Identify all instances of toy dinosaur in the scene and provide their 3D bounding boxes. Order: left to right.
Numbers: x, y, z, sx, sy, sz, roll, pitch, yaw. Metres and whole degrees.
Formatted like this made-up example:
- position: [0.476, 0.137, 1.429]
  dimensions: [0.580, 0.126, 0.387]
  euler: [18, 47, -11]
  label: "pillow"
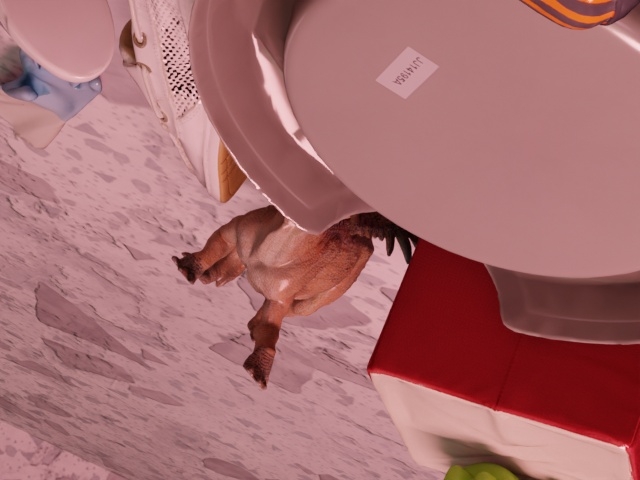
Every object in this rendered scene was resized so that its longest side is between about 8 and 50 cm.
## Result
- position: [0.000, 0.000, 1.097]
  dimensions: [0.127, 0.200, 0.296]
  euler: [52, -178, 1]
  label: "toy dinosaur"

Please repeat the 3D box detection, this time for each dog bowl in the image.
- position: [0.107, -0.083, 0.752]
  dimensions: [0.349, 0.102, 0.348]
  euler: [18, 148, 12]
  label: "dog bowl"

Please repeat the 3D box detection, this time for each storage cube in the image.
- position: [0.162, 0.065, 0.967]
  dimensions: [0.184, 0.193, 0.215]
  euler: [15, 157, 22]
  label: "storage cube"

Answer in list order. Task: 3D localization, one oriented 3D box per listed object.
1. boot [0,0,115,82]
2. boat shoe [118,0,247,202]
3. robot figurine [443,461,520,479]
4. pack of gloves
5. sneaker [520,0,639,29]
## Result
- position: [-0.207, -0.179, 0.913]
  dimensions: [0.190, 0.069, 0.086]
  euler: [54, 160, -4]
  label: "boot"
- position: [-0.085, -0.128, 0.918]
  dimensions: [0.096, 0.098, 0.277]
  euler: [22, 151, 13]
  label: "boat shoe"
- position: [0.124, 0.198, 0.959]
  dimensions: [0.101, 0.067, 0.115]
  euler: [3, 151, 44]
  label: "robot figurine"
- position: [-0.294, -0.142, 1.155]
  dimensions: [0.195, 0.046, 0.232]
  euler: [30, 157, -17]
  label: "pack of gloves"
- position: [-0.034, -0.159, 0.533]
  dimensions: [0.321, 0.180, 0.124]
  euler: [44, 168, 16]
  label: "sneaker"
